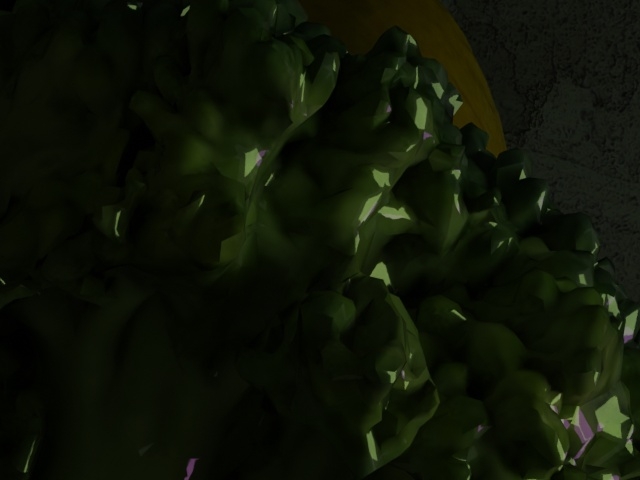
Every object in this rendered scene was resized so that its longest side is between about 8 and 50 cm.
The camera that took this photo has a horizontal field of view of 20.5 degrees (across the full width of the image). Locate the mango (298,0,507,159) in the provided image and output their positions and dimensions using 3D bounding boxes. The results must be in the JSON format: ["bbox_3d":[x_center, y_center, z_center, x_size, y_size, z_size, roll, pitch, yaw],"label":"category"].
[{"bbox_3d":[0.000,0.000,0.953,0.445,0.221,0.301,-89,170,-67],"label":"mango"}]

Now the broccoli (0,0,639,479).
[{"bbox_3d":[-0.019,0.114,0.559,0.338,0.277,0.317,75,36,-72],"label":"broccoli"}]
